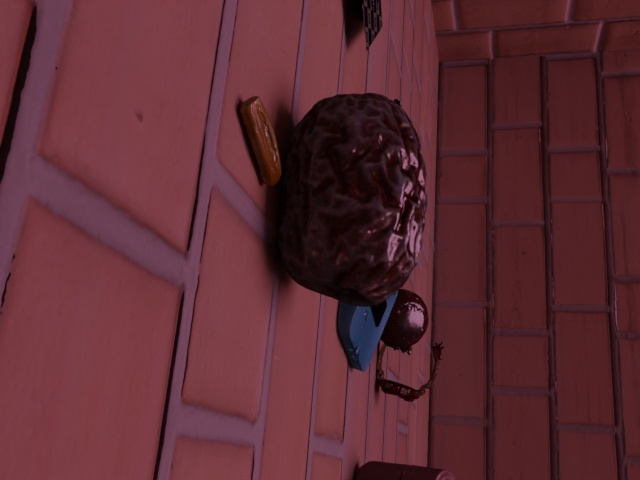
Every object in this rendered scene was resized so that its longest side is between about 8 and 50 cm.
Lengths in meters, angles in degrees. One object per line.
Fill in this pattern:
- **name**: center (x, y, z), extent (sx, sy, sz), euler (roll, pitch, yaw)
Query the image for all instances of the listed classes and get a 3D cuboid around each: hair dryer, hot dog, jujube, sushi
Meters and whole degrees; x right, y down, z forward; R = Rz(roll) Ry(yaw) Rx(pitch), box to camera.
- **hair dryer**: center (0.115, 0.548, 1.456), extent (0.353, 0.210, 0.125), euler (11, 77, -51)
- **hot dog**: center (-0.076, -0.130, 0.913), extent (0.044, 0.028, 0.137), euler (-50, 143, -28)
- **jujube**: center (0.049, -0.066, 1.036), extent (0.226, 0.226, 0.316), euler (52, 42, -68)
- **sushi**: center (0.097, -0.553, 1.576), extent (0.279, 0.043, 0.192), euler (-65, 152, -59)

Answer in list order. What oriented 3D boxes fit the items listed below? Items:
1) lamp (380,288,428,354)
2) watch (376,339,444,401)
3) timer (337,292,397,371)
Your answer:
- **lamp**: center (0.202, 0.204, 1.829), extent (0.157, 0.156, 0.135), euler (-58, -156, -9)
- **watch**: center (0.253, 0.304, 1.892), extent (0.268, 0.165, 0.102), euler (-61, 161, -6)
- **timer**: center (0.090, 0.139, 1.543), extent (0.231, 0.092, 0.249), euler (72, 34, -53)
